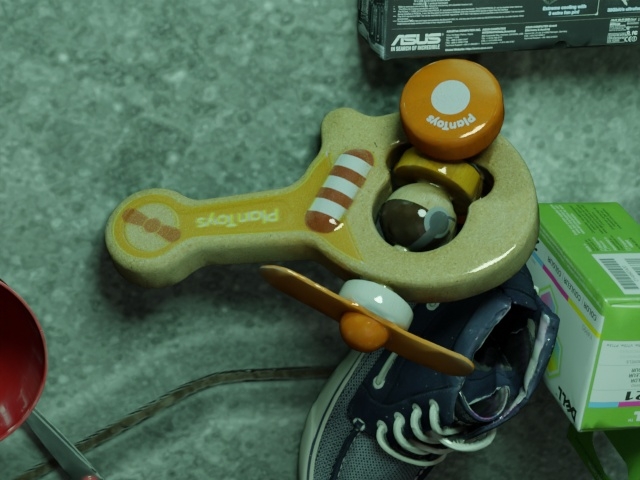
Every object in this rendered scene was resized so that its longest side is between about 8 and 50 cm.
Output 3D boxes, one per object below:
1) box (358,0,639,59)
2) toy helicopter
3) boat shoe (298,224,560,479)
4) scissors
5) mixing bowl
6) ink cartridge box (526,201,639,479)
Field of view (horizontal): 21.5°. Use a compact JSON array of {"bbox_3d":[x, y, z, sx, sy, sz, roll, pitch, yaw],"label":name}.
[{"bbox_3d":[0.189,-0.275,1.339,0.308,0.076,0.242,-5,118,-13],"label":"box"},{"bbox_3d":[0.000,0.000,1.363,0.355,0.235,0.140,-6,153,7],"label":"toy helicopter"},{"bbox_3d":[0.089,0.150,1.483,0.127,0.158,0.340,16,111,-22],"label":"boat shoe"},{"bbox_3d":[-0.192,0.226,1.530,0.109,0.021,0.297,-19,119,-2],"label":"scissors"},{"bbox_3d":[-0.318,0.079,1.370,0.181,0.098,0.181,-7,118,-13],"label":"mixing bowl"},{"bbox_3d":[0.236,0.119,1.490,0.097,0.189,0.255,0,117,-16],"label":"ink cartridge box"}]
